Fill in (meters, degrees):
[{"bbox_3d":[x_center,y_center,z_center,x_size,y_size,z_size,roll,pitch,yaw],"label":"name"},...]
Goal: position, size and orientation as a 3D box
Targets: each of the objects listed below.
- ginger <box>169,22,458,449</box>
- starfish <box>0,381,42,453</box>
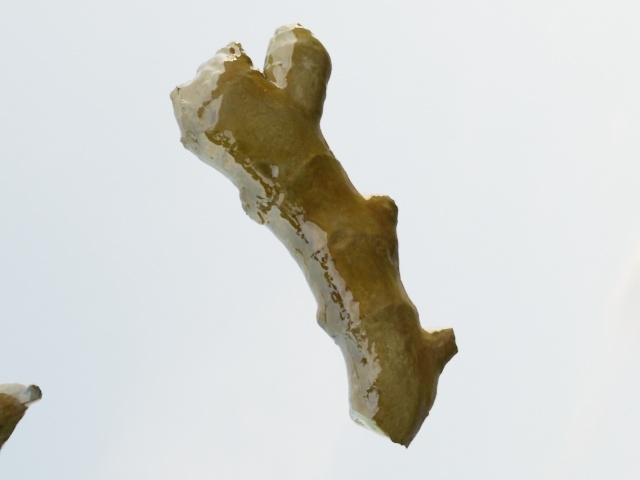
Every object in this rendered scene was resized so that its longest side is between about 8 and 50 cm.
[{"bbox_3d":[0.000,0.000,0.958,0.065,0.118,0.298,108,137,-84],"label":"ginger"},{"bbox_3d":[-0.176,0.162,0.457,0.277,0.062,0.235,-43,-82,-12],"label":"starfish"}]
